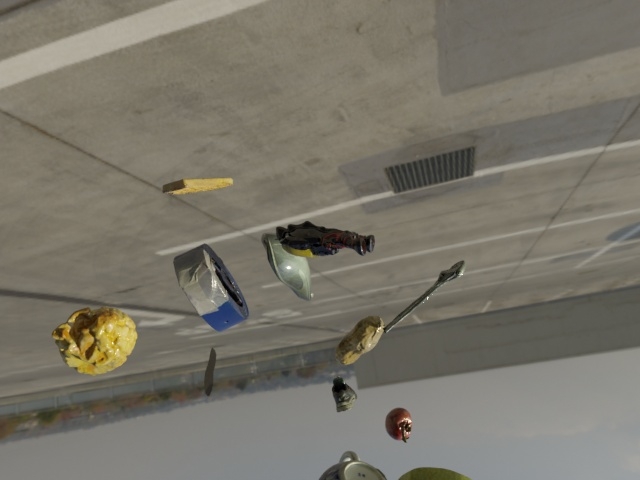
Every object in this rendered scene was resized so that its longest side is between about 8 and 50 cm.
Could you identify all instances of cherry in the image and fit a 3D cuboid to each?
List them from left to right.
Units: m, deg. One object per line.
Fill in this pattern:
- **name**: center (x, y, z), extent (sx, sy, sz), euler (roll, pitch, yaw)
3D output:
- **cherry**: center (0.268, 0.610, 1.719), extent (0.090, 0.107, 0.225), euler (17, 164, 1)

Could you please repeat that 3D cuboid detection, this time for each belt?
- **belt**: center (-0.356, 0.166, 1.726), extent (0.117, 0.212, 0.347), euler (-24, 135, 1)

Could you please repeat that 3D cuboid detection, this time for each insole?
- **insole**: center (-0.382, 0.454, 1.801), extent (0.004, 0.188, 0.064), euler (-13, 129, 10)

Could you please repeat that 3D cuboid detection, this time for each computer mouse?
- **computer mouse**: center (-0.072, 0.088, 1.608), extent (0.090, 0.167, 0.379), euler (-27, 145, 5)

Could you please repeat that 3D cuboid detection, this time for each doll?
- **doll**: center (-0.001, 0.003, 1.228), extent (0.248, 0.088, 0.127), euler (6, 166, 23)

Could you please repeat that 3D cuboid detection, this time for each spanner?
- **spanner**: center (0.315, 0.170, 1.564), extent (0.325, 0.026, 0.093), euler (-41, -172, -4)

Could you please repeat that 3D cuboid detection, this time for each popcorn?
- **popcorn**: center (-0.526, 0.229, 1.215), extent (0.180, 0.180, 0.170), euler (-10, -166, 2)

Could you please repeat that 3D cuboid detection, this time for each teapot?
- **teapot**: center (0.089, 0.837, 1.607), extent (0.252, 0.280, 0.424), euler (17, -159, -9)

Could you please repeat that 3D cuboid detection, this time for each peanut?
- **peanut**: center (0.117, 0.314, 1.624), extent (0.099, 0.099, 0.214), euler (6, 140, -48)

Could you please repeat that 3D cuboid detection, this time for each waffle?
- **waffle**: center (-0.252, -0.110, 1.051), extent (0.092, 0.021, 0.135), euler (-7, -177, 36)

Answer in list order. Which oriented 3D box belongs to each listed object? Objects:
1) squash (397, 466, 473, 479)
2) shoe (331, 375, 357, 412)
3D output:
- **squash**: center (0.280, 0.615, 1.164), extent (0.252, 0.252, 0.049), euler (-16, -157, 26)
- **shoe**: center (0.073, 0.507, 1.755), extent (0.071, 0.099, 0.169), euler (-20, -177, 8)
